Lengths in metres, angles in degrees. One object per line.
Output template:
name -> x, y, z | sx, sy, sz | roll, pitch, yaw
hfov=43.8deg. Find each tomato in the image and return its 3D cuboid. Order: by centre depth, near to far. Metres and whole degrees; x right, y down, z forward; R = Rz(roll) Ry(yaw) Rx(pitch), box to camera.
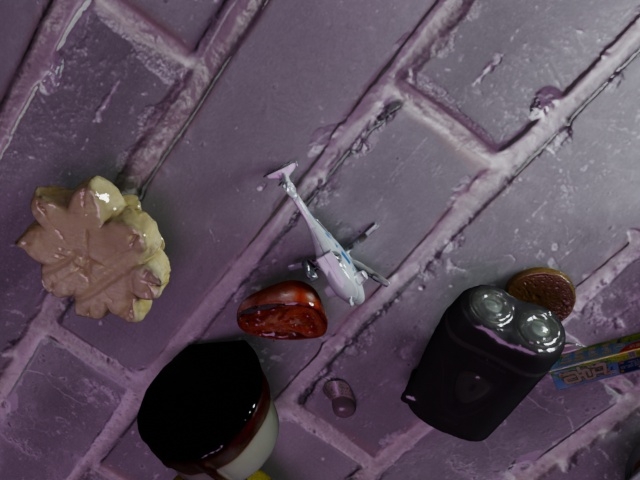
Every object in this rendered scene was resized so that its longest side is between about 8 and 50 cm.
tomato -> -0.073, 0.122, 1.488 | 0.174, 0.082, 0.166 | -1, 151, 11

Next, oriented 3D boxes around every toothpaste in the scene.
toothpaste -> 0.510, 0.210, 1.442 | 0.193, 0.044, 0.070 | -20, 114, 22

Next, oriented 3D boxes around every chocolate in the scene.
chocolate -> -0.202, 0.358, 1.586 | 0.283, 0.284, 0.186 | -13, 137, 19

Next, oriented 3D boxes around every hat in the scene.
hat -> 0.037, 0.326, 1.616 | 0.058, 0.042, 0.087 | -24, 112, 23

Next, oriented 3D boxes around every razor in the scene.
razor -> 0.286, 0.226, 1.442 | 0.204, 0.113, 0.349 | 26, 137, 4

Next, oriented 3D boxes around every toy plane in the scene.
toy plane -> 0.009, -0.006, 1.395 | 0.181, 0.107, 0.273 | -10, 113, 12

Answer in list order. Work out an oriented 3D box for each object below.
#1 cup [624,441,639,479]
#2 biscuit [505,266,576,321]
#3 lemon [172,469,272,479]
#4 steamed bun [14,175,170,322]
cup -> 0.713, 0.463, 1.475 | 0.347, 0.163, 0.347 | 6, 121, 10
biscuit -> 0.377, 0.117, 1.428 | 0.124, 0.026, 0.175 | 30, 122, -4
lemon -> -0.210, 0.592, 1.706 | 0.267, 0.267, 0.267 | 6, 121, 9
steamed bun -> -0.406, 0.001, 1.475 | 0.295, 0.137, 0.292 | 8, 122, 15
